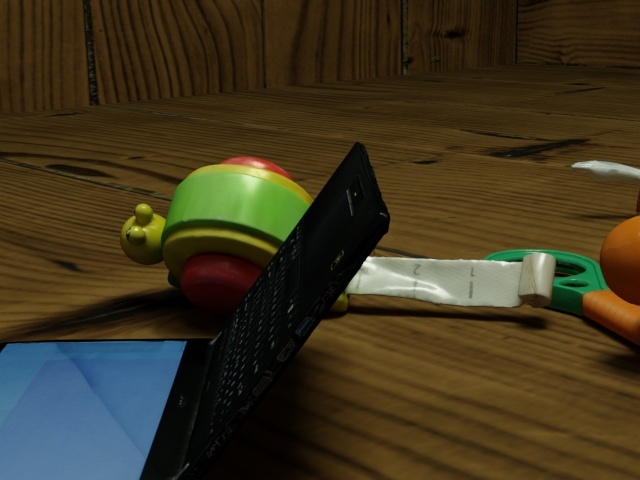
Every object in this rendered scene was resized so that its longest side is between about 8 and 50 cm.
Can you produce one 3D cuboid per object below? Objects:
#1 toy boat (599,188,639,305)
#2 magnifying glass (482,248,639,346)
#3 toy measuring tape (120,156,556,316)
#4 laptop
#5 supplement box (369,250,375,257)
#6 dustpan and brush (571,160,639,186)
[{"bbox_3d":[0.252,0.006,0.673,0.151,0.151,0.231,-7,13,-3],"label":"toy boat"},{"bbox_3d":[0.195,0.042,0.796,0.092,0.026,0.231,-5,12,-15],"label":"magnifying glass"},{"bbox_3d":[0.000,0.000,0.770,0.330,0.121,0.121,4,14,17],"label":"toy measuring tape"},{"bbox_3d":[-0.096,0.032,0.607,0.137,0.264,0.234,35,11,-9],"label":"laptop"},{"bbox_3d":[0.000,0.013,0.882,0.083,0.043,0.055,-2,14,-6],"label":"supplement box"},{"bbox_3d":[0.363,-0.052,1.086,0.211,0.060,0.147,0,14,4],"label":"dustpan and brush"}]
